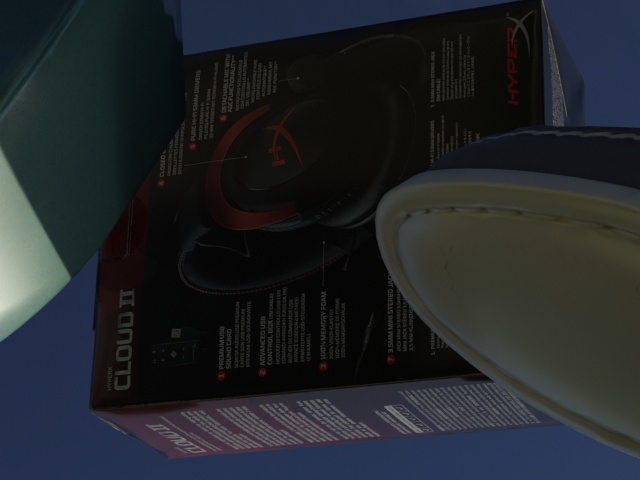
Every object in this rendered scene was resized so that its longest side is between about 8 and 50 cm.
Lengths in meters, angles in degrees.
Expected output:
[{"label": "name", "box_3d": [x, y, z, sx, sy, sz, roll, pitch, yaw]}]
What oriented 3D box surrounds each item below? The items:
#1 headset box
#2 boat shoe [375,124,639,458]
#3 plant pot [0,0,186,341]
[{"label": "headset box", "box_3d": [0.000, 0.000, 1.037, 0.293, 0.218, 0.110, -8, -24, 19]}, {"label": "boat shoe", "box_3d": [0.160, 0.015, 0.526, 0.305, 0.091, 0.109, 14, -40, 32]}, {"label": "plant pot", "box_3d": [-0.178, -0.061, 0.842, 0.165, 0.234, 0.165, 10, -46, 10]}]
